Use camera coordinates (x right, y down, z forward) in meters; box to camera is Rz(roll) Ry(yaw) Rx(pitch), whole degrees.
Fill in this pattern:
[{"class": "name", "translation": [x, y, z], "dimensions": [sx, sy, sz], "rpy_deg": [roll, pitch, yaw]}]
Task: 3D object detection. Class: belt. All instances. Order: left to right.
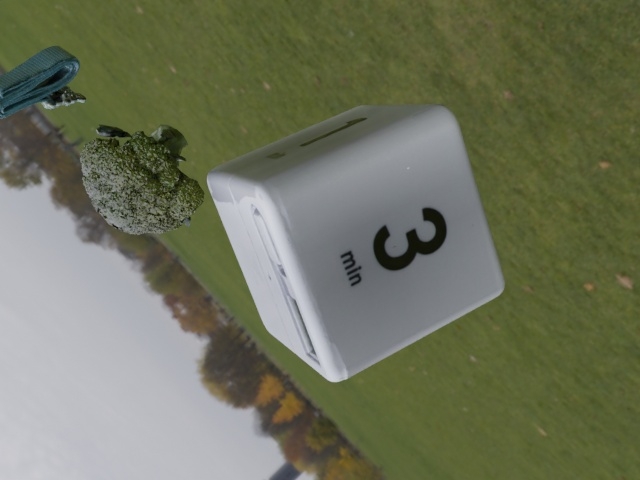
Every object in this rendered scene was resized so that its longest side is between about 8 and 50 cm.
[{"class": "belt", "translation": [-0.469, -0.242, 1.255], "dimensions": [0.065, 0.179, 0.100], "rpy_deg": [34, 139, 19]}]

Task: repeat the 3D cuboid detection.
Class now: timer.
[{"class": "timer", "translation": [0.029, -0.009, 0.747], "dimensions": [0.194, 0.195, 0.192], "rpy_deg": [20, 134, 65]}]

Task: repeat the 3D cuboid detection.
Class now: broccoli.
[{"class": "broccoli", "translation": [-0.181, -0.064, 0.795], "dimensions": [0.131, 0.120, 0.130], "rpy_deg": [30, 151, -4]}]
